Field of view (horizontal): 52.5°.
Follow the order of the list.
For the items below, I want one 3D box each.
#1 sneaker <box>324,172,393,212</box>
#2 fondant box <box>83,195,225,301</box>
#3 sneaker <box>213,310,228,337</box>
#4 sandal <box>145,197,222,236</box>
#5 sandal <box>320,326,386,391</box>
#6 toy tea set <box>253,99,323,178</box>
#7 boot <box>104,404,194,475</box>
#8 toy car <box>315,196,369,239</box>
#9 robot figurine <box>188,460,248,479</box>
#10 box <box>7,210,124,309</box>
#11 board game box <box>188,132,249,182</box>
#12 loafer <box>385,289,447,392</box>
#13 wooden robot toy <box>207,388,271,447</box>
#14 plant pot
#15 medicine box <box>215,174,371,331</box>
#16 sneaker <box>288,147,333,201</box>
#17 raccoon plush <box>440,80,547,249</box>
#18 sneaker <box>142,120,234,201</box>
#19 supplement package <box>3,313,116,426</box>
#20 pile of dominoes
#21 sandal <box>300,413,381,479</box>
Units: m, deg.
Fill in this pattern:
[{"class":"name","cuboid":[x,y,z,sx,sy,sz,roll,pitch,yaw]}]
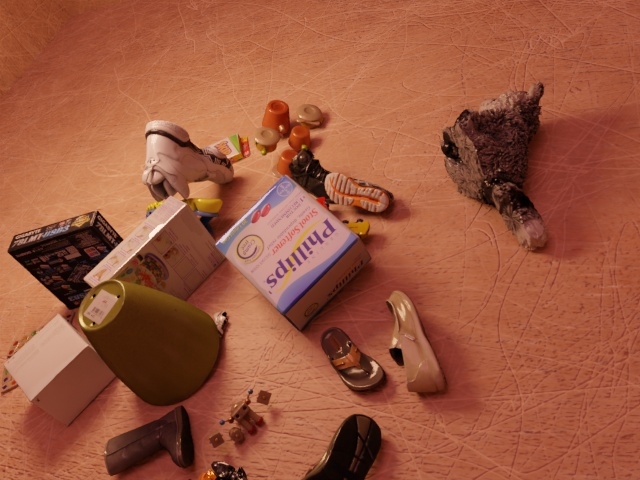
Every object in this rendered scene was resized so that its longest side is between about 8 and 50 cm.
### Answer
[{"class":"sneaker","cuboid":[0.107,-0.133,1.812,0.215,0.084,0.083,25,24,26]},{"class":"fondant box","cuboid":[-0.450,0.074,1.810,0.096,0.238,0.330,24,64,41]},{"class":"sneaker","cuboid":[-0.263,0.219,1.725,0.037,0.032,0.083,-22,44,8]},{"class":"sandal","cuboid":[-0.435,-0.057,2.024,0.317,0.126,0.138,-1,89,42]},{"class":"sandal","cuboid":[0.064,0.263,1.487,0.090,0.060,0.219,-35,43,-6]},{"class":"toy tea set","cuboid":[-0.119,-0.323,2.131,0.200,0.124,0.336,15,49,2]},{"class":"boot","cuboid":[-0.403,0.491,1.514,0.208,0.076,0.190,-23,28,-3]},{"class":"toy car","cuboid":[0.000,0.000,1.776,0.225,0.053,0.239,-44,44,-15]},{"class":"robot figurine","cuboid":[-0.191,0.586,1.302,0.211,0.085,0.291,-43,45,-14]},{"class":"box","cuboid":[-0.702,0.065,1.916,0.295,0.293,0.073,-16,46,15]},{"class":"board game box","cuboid":[-0.373,-0.289,2.266,0.259,0.039,0.124,-21,44,5]},{"class":"loafer","cuboid":[0.190,0.221,1.430,0.092,0.102,0.268,-21,44,0]},{"class":"wooden robot toy","cuboid":[-0.185,0.409,1.499,0.173,0.076,0.079,-46,10,-17]},{"class":"plant pot","cuboid":[-0.443,0.226,1.598,0.274,0.293,0.275,-14,53,20]},{"class":"medicine box","cuboid":[-0.069,0.029,1.646,0.263,0.149,0.289,-45,60,-6]},{"class":"sneaker","cuboid":[-0.010,-0.191,1.908,0.227,0.130,0.087,28,68,39]},{"class":"raccoon plush","cuboid":[0.514,-0.194,1.649,0.299,0.216,0.446,-23,71,-13]},{"class":"sneaker","cuboid":[-0.413,-0.201,2.005,0.137,0.366,0.210,-2,70,31]},{"class":"supplement package","cuboid":[-0.697,0.346,1.752,0.203,0.149,0.194,27,66,42]},{"class":"pile of dominoes","cuboid":[-0.849,0.319,1.940,0.251,0.040,0.196,-27,43,2]},{"class":"sandal","cuboid":[0.022,0.482,1.289,0.120,0.086,0.303,41,57,5]}]
